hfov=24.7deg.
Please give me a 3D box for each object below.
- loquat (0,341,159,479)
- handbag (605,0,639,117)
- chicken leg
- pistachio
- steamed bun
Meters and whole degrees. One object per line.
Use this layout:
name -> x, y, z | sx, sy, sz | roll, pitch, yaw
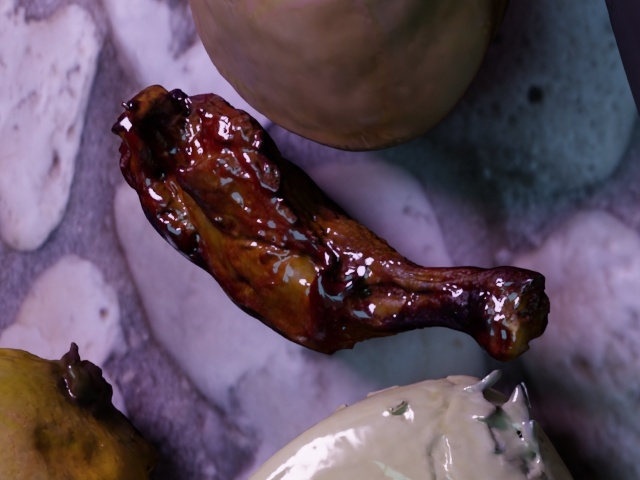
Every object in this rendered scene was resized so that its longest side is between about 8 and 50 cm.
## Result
loquat -> -0.238, 0.196, 1.138 | 0.244, 0.244, 0.243 | 3, 95, 34
handbag -> 0.276, -0.124, 0.845 | 0.223, 0.080, 0.246 | -20, 82, 34
chicken leg -> 0.000, 0.000, 1.015 | 0.407, 0.096, 0.158 | 29, 141, 39
pistachio -> 0.009, -0.163, 0.979 | 0.261, 0.163, 0.212 | -6, 76, 47
steamed bun -> 0.061, 0.225, 0.964 | 0.273, 0.166, 0.232 | -36, 65, 4
